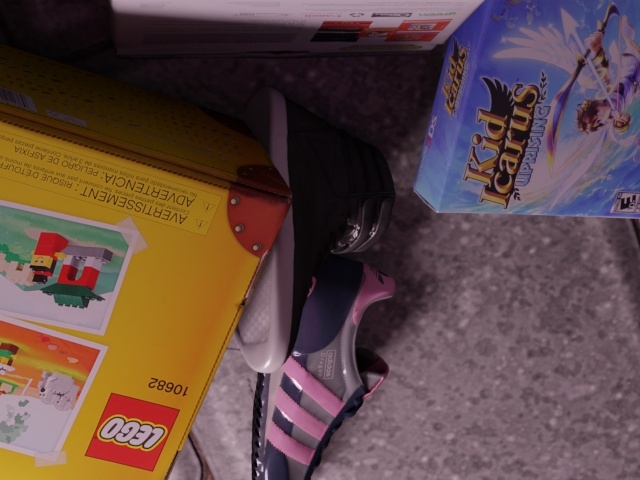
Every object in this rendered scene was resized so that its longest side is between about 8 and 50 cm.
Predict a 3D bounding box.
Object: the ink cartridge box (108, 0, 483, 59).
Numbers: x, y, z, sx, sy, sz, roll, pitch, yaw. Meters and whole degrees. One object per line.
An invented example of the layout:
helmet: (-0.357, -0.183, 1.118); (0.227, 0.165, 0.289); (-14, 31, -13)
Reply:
ink cartridge box: (-0.032, -0.243, 1.678); (0.309, 0.272, 0.130); (-1, 84, -7)

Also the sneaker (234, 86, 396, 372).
sneaker: (0.000, 0.000, 1.754); (0.147, 0.296, 0.104); (18, 141, -24)

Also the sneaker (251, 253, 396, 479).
sneaker: (0.000, 0.164, 1.909); (0.131, 0.112, 0.319); (5, 116, -6)

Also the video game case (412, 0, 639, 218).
video game case: (0.233, -0.152, 1.786); (0.244, 0.061, 0.269); (2, 116, -24)

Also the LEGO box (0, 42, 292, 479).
LEGO box: (-0.330, 0.022, 1.663); (0.500, 0.193, 0.372); (17, 109, -23)
